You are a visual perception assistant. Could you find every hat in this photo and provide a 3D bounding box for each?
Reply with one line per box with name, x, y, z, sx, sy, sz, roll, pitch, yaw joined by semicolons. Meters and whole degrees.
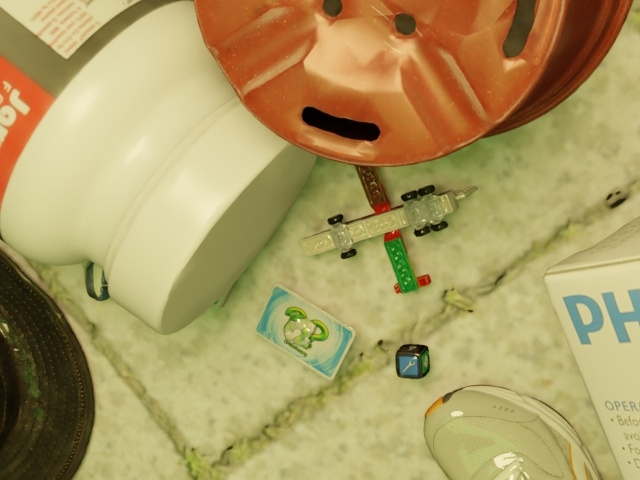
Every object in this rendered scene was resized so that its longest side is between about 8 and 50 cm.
hat;-0.365;0.144;1.009;0.331;0.134;0.331;4;107;12

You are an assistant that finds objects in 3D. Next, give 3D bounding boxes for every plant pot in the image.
plant pot;0.058;-0.168;0.742;0.272;0.265;0.272;4;107;13

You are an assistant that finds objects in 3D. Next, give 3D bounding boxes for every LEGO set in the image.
LEGO set;0.000;0.000;0.932;0.244;0.060;0.182;31;114;13

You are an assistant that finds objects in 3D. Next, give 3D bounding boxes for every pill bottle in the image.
pill bottle;-0.191;-0.115;0.827;0.363;0.210;0.210;38;111;10

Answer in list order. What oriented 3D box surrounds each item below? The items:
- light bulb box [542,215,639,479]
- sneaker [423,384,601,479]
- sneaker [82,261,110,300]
light bulb box;0.364;0.098;0.660;0.225;0.358;0.361;-13;101;54
sneaker;0.177;0.218;0.900;0.262;0.121;0.099;44;111;0
sneaker;-0.182;-0.020;0.964;0.058;0.052;0.135;4;98;20
